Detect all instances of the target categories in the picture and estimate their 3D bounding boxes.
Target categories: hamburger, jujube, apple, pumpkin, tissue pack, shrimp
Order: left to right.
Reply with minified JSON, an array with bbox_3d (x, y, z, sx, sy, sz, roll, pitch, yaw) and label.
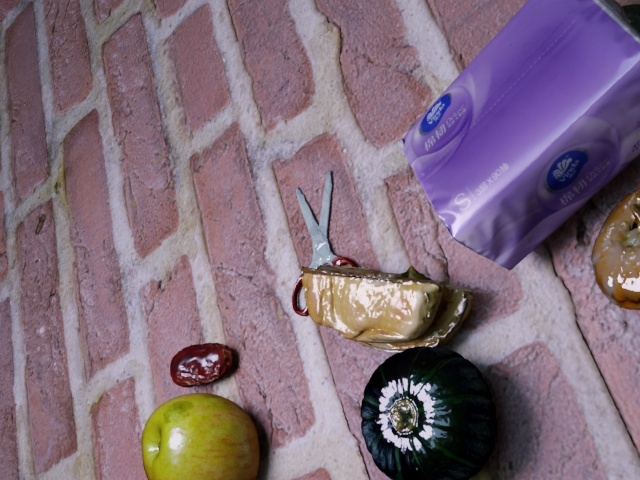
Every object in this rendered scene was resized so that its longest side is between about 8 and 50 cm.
[{"bbox_3d":[-0.201,0.347,1.316,0.195,0.196,0.196,-15,65,35],"label":"apple"},{"bbox_3d":[-0.213,0.221,1.439,0.129,0.077,0.077,-19,63,28],"label":"jujube"},{"bbox_3d":[0.100,0.100,1.197,0.262,0.124,0.131,6,95,39],"label":"hamburger"},{"bbox_3d":[0.144,0.242,1.092,0.202,0.140,0.202,-17,63,38],"label":"pumpkin"},{"bbox_3d":[0.290,-0.166,1.070,0.338,0.160,0.242,-48,41,24],"label":"tissue pack"},{"bbox_3d":[0.449,-0.041,1.002,0.287,0.063,0.152,-56,36,10],"label":"shrimp"}]

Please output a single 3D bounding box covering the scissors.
[{"bbox_3d":[0.000,0.000,1.382,0.144,0.017,0.248,-23,59,31],"label":"scissors"}]

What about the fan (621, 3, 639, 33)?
[{"bbox_3d":[0.392,-0.189,1.100,0.223,0.012,0.295,-25,51,38],"label":"fan"}]
